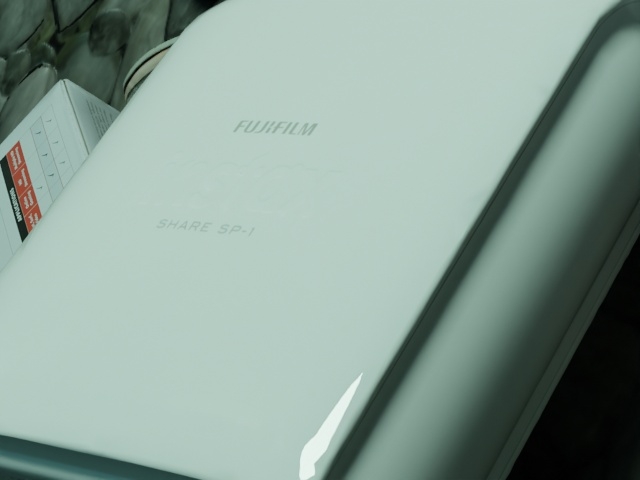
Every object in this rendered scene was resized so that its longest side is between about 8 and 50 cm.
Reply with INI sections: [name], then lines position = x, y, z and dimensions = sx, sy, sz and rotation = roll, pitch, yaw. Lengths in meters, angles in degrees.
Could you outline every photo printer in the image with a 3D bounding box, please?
[photo printer]
position = 0.000, 0.000, 0.774
dimensions = 0.256, 0.107, 0.307
rotation = 6, 51, 42

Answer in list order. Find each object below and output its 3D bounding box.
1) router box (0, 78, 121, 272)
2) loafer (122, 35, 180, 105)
[router box]
position = -0.172, 0.122, 0.980
dimensions = 0.301, 0.082, 0.335
rotation = -45, 40, 17
[loafer]
position = -0.064, -0.095, 1.045
dimensions = 0.125, 0.045, 0.039
rotation = -25, 55, 31
